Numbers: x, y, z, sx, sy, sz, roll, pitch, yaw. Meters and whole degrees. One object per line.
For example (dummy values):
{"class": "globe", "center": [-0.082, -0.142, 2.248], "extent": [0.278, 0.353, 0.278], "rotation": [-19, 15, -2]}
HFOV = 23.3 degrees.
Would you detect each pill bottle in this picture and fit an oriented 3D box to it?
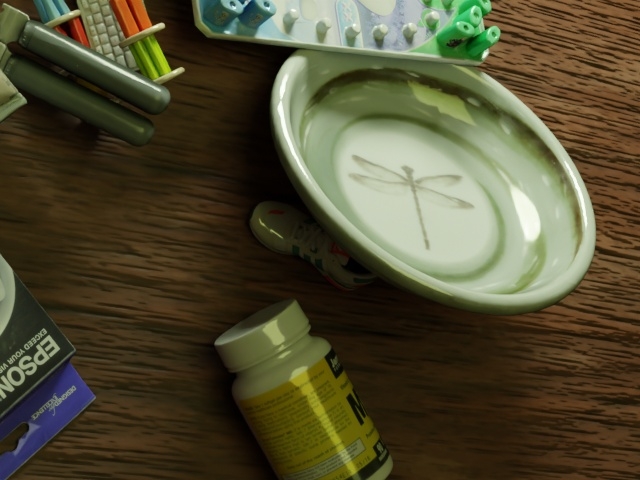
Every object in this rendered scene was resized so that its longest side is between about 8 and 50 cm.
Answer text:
{"class": "pill bottle", "center": [-0.020, 0.175, 1.635], "extent": [0.119, 0.119, 0.208], "rotation": [-33, 99, -30]}

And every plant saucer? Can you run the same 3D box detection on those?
{"class": "plant saucer", "center": [0.111, -0.059, 1.712], "extent": [0.400, 0.100, 0.400], "rotation": [19, 42, -18]}

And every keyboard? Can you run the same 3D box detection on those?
{"class": "keyboard", "center": [-0.235, -0.300, 1.627], "extent": [0.072, 0.014, 0.256], "rotation": [-19, 101, -21]}

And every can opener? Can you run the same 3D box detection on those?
{"class": "can opener", "center": [-0.286, -0.177, 1.532], "extent": [0.280, 0.093, 0.074], "rotation": [27, 101, -10]}

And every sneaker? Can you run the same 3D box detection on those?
{"class": "sneaker", "center": [0.000, 0.000, 1.703], "extent": [0.161, 0.075, 0.057], "rotation": [33, 66, -22]}

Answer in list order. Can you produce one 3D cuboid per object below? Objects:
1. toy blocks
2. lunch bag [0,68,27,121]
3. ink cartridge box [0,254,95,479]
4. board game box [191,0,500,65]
{"class": "toy blocks", "center": [-0.225, -0.214, 1.594], "extent": [0.123, 0.054, 0.148], "rotation": [-26, 99, 4]}
{"class": "lunch bag", "center": [-0.457, -0.122, 1.405], "extent": [0.287, 0.169, 0.235], "rotation": [-44, 104, -33]}
{"class": "ink cartridge box", "center": [-0.342, 0.137, 1.498], "extent": [0.206, 0.045, 0.208], "rotation": [-44, 105, -29]}
{"class": "board game box", "center": [0.017, -0.401, 1.757], "extent": [0.390, 0.050, 0.389], "rotation": [1, 72, -33]}
